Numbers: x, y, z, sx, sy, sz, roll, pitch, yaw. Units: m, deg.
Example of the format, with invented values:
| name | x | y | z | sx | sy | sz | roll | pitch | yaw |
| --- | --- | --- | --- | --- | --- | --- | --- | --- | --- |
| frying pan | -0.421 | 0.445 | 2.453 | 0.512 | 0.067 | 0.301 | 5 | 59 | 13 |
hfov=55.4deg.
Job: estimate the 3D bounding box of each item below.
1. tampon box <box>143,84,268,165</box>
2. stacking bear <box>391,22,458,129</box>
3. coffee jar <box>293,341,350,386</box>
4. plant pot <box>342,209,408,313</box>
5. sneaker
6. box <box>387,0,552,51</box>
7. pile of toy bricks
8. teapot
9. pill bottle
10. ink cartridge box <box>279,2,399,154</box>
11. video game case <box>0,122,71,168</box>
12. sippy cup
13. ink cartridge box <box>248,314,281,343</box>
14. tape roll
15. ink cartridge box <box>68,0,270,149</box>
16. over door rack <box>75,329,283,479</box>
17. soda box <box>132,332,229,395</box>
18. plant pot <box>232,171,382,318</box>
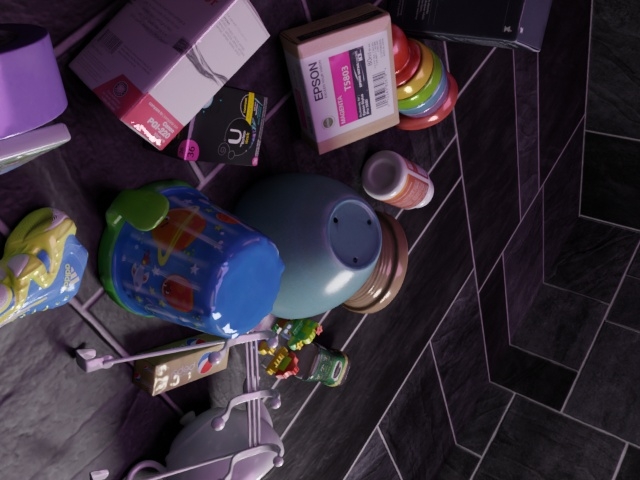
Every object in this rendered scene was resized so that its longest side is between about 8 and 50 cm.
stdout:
| name | x | y | z | sx | sy | sz | roll | pitch | yaw |
| --- | --- | --- | --- | --- | --- | --- | --- | --- | --- |
| tampon box | -0.180 | -0.191 | 0.974 | 0.161 | 0.101 | 0.121 | -6 | 111 | -54 |
| stacking bear | 0.179 | -0.379 | 1.357 | 0.289 | 0.164 | 0.176 | 25 | 86 | -52 |
| coffee jar | 0.004 | 0.309 | 1.520 | 0.184 | 0.079 | 0.096 | 32 | 77 | -55 |
| plant pot | 0.076 | 0.040 | 1.372 | 0.109 | 0.237 | 0.237 | 14 | 95 | -36 |
| sneaker | -0.396 | 0.077 | 0.814 | 0.240 | 0.091 | 0.126 | -55 | 145 | -23 |
| box | 0.341 | -0.606 | 1.319 | 0.179 | 0.312 | 0.343 | -13 | 117 | -52 |
| pile of toy bricks | -0.044 | 0.180 | 1.264 | 0.212 | 0.105 | 0.118 | -55 | 140 | -21 |
| teapot | -0.212 | 0.417 | 1.183 | 0.252 | 0.187 | 0.256 | -45 | 171 | 16 |
| pill bottle | 0.202 | -0.144 | 1.533 | 0.216 | 0.121 | 0.121 | 14 | 95 | -57 |
| ink cartridge box | 0.044 | -0.310 | 1.182 | 0.193 | 0.088 | 0.235 | -25 | 131 | -13 |
| video game case | -0.401 | -0.067 | 0.647 | 0.212 | 0.193 | 0.023 | -33 | 108 | -43 |
| sippy cup | -0.190 | 0.042 | 0.972 | 0.305 | 0.224 | 0.240 | -4 | 110 | -55 |
| ink cartridge box | -0.126 | 0.100 | 1.258 | 0.181 | 0.056 | 0.225 | -55 | 139 | -21 |
| tape roll | -0.371 | -0.166 | 0.635 | 0.189 | 0.189 | 0.080 | -35 | 132 | -42 |
| ink cartridge box | -0.200 | -0.254 | 0.808 | 0.218 | 0.158 | 0.092 | -47 | 149 | 1 |
| over door rack | -0.218 | 0.286 | 0.991 | 0.324 | 0.108 | 0.240 | -4 | 101 | -18 |
| soda box | -0.253 | 0.223 | 1.125 | 0.181 | 0.058 | 0.061 | -10 | 115 | -54 |
| plant pot | 0.000 | 0.000 | 1.146 | 0.290 | 0.195 | 0.290 | 7 | 79 | -37 |
